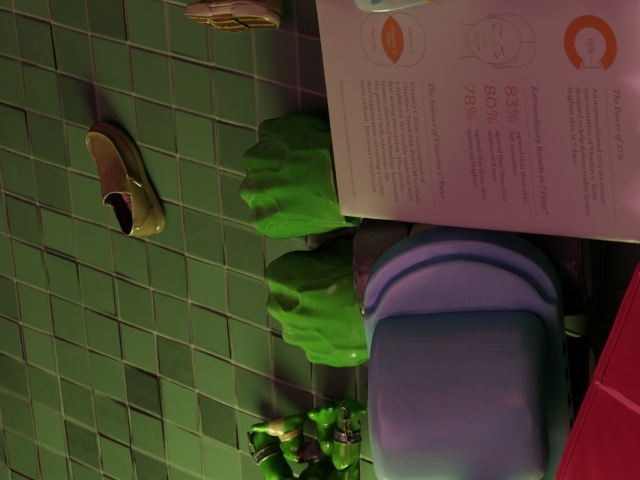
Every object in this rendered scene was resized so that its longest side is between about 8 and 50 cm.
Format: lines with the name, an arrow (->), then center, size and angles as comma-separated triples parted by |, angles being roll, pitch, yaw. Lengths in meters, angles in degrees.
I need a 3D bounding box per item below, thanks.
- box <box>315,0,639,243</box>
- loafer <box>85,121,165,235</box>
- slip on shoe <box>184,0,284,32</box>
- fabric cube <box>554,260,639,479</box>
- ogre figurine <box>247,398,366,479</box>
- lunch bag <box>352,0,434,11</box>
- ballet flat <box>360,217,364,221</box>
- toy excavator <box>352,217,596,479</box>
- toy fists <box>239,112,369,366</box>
box -> 0.188, -0.131, 1.743 | 0.345, 0.168, 0.215 | 6, 110, 39
loafer -> -0.231, -0.069, 2.267 | 0.056, 0.050, 0.148 | -31, 90, 47
slip on shoe -> -0.088, -0.246, 2.049 | 0.135, 0.051, 0.041 | 5, 75, 50
fabric cube -> 0.397, 0.130, 1.650 | 0.258, 0.254, 0.259 | 34, 131, 25
ogre figurine -> -0.007, 0.250, 2.210 | 0.197, 0.097, 0.118 | -18, 81, 31
lunch bag -> 0.122, -0.277, 1.687 | 0.219, 0.176, 0.090 | -12, 124, 8
ballet flat -> 0.090, -0.005, 1.981 | 0.096, 0.095, 0.280 | 11, 120, 54
toy excavator -> 0.131, 0.227, 1.775 | 0.222, 0.445, 0.433 | -2, 114, 13
toy fists -> 0.000, 0.000, 2.063 | 0.142, 0.096, 0.279 | -1, 110, 37
